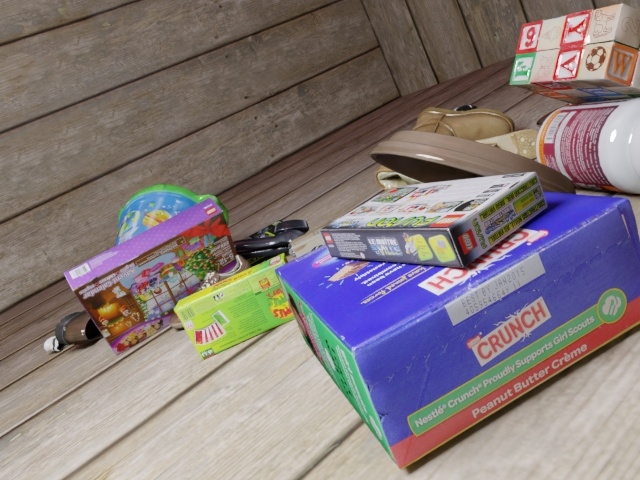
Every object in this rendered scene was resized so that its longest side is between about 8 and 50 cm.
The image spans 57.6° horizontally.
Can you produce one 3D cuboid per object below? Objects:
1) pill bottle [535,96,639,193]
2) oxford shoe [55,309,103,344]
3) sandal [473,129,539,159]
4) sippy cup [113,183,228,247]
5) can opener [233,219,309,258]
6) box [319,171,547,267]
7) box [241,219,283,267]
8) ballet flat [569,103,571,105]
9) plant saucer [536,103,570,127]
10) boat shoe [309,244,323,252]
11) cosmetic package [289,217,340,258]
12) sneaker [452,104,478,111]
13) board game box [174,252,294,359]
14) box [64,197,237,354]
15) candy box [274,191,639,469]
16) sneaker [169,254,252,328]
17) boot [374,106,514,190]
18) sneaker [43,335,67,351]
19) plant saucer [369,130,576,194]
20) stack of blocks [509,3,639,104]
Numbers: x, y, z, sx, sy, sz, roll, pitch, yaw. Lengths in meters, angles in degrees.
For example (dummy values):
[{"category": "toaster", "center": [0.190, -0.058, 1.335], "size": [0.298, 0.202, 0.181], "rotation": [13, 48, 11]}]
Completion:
[{"category": "pill bottle", "center": [0.394, -0.124, 0.764], "size": [0.121, 0.121, 0.221], "rotation": [-27, 14, -6]}, {"category": "oxford shoe", "center": [-0.485, 0.172, 1.329], "size": [0.096, 0.082, 0.227], "rotation": [0, 25, 21]}, {"category": "sandal", "center": [0.312, -0.149, 1.067], "size": [0.240, 0.088, 0.079], "rotation": [-22, 8, -7]}, {"category": "sippy cup", "center": [-0.351, 0.027, 1.276], "size": [0.224, 0.240, 0.305], "rotation": [-93, 23, -60]}, {"category": "can opener", "center": [-0.110, 0.010, 1.225], "size": [0.186, 0.059, 0.073], "rotation": [-15, 40, 2]}, {"category": "box", "center": [0.099, -0.021, 0.569], "size": [0.114, 0.036, 0.207], "rotation": [-31, 16, -25]}, {"category": "box", "center": [-0.145, 0.017, 1.345], "size": [0.184, 0.045, 0.191], "rotation": [-26, 13, -13]}, {"category": "ballet flat", "center": [0.619, -0.268, 0.957], "size": [0.409, 0.147, 0.147], "rotation": [-16, 16, 43]}, {"category": "plant saucer", "center": [0.538, -0.263, 1.211], "size": [0.169, 0.029, 0.168], "rotation": [-24, 13, 6]}, {"category": "boat shoe", "center": [-0.020, 0.046, 1.006], "size": [0.042, 0.048, 0.133], "rotation": [-11, 23, 21]}, {"category": "cosmetic package", "center": [0.000, 0.000, 1.156], "size": [0.115, 0.041, 0.060], "rotation": [-26, 14, -4]}, {"category": "sneaker", "center": [0.305, -0.265, 1.492], "size": [0.262, 0.099, 0.121], "rotation": [-30, 10, -23]}, {"category": "board game box", "center": [-0.118, 0.100, 0.890], "size": [0.181, 0.092, 0.043], "rotation": [-24, 14, 4]}, {"category": "box", "center": [-0.298, 0.069, 1.105], "size": [0.293, 0.200, 0.057], "rotation": [-31, 49, -18]}, {"category": "candy box", "center": [0.117, 0.050, 0.609], "size": [0.268, 0.122, 0.317], "rotation": [-26, 13, -10]}, {"category": "sneaker", "center": [-0.214, 0.096, 1.115], "size": [0.188, 0.071, 0.066], "rotation": [-31, 15, -23]}, {"category": "boot", "center": [0.277, -0.188, 1.273], "size": [0.236, 0.089, 0.269], "rotation": [9, 43, 27]}, {"category": "sneaker", "center": [-0.597, 0.230, 1.378], "size": [0.044, 0.040, 0.109], "rotation": [2, 29, 28]}, {"category": "plant saucer", "center": [0.201, -0.086, 0.756], "size": [0.278, 0.041, 0.278], "rotation": [18, 2, -1]}, {"category": "stack of blocks", "center": [0.442, -0.229, 0.806], "size": [0.297, 0.087, 0.171], "rotation": [8, 8, -24]}]
